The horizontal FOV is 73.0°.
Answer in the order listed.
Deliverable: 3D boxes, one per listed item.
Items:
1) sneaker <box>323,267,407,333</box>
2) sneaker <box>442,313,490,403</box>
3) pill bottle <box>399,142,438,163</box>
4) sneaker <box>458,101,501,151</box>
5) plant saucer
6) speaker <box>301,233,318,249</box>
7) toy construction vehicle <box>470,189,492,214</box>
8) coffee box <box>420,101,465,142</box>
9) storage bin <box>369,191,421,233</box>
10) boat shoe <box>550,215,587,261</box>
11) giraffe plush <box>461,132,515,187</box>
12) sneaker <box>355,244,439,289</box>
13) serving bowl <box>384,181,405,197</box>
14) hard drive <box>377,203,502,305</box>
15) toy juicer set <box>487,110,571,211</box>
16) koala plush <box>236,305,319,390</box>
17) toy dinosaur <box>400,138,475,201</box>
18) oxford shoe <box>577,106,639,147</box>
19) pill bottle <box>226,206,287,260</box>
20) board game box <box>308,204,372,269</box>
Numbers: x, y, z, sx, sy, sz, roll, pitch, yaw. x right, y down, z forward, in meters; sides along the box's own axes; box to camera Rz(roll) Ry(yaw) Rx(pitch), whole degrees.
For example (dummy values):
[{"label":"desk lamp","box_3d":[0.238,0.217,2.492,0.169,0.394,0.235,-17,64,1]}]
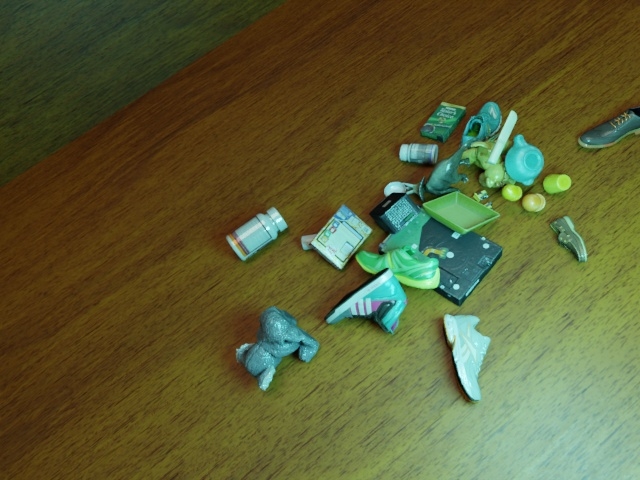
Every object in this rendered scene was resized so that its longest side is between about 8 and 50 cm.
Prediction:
[{"label":"sneaker","box_3d":[0.161,0.230,1.373,0.296,0.124,0.178,-40,89,33]},{"label":"sneaker","box_3d":[0.431,0.322,1.226,0.121,0.099,0.262,-10,55,8]},{"label":"pill bottle","box_3d":[0.390,-0.346,1.716,0.137,0.078,0.078,10,60,25]},{"label":"sneaker","box_3d":[0.627,-0.448,1.683,0.107,0.110,0.275,21,65,30]},{"label":"plant saucer","box_3d":[0.470,-0.087,1.460,0.188,0.045,0.188,-21,42,-31]},{"label":"speaker","box_3d":[0.000,0.000,1.626,0.136,0.055,0.055,-9,54,14]},{"label":"toy construction vehicle","box_3d":[0.561,-0.133,1.533,0.098,0.035,0.085,-26,52,1]},{"label":"coffee box","box_3d":[0.511,-0.495,1.800,0.113,0.040,0.184,28,70,33]},{"label":"storage bin","box_3d":[0.257,-0.099,1.517,0.122,0.084,0.180,-43,11,-1]},{"label":"boat shoe","box_3d":[0.775,0.000,1.351,0.060,0.064,0.177,-16,46,15]},{"label":"giraffe plush","box_3d":[0.615,-0.264,1.541,0.182,0.210,0.170,-14,83,4]},{"label":"sneaker","box_3d":[0.251,0.072,1.394,0.296,0.110,0.123,14,91,37]},{"label":"serving bowl","box_3d":[0.290,-0.186,1.671,0.084,0.027,0.083,-10,53,13]},{"label":"hard drive","box_3d":[0.394,0.038,1.455,0.339,0.064,0.237,34,72,34]},{"label":"toy juicer set","box_3d":[0.659,-0.238,1.447,0.209,0.089,0.329,-44,98,-4]},{"label":"koala plush","box_3d":[-0.161,0.342,1.375,0.221,0.203,0.196,-49,54,-2]},{"label":"toy dinosaur","box_3d":[0.441,-0.227,1.530,0.161,0.313,0.120,-8,68,-32]},{"label":"oxford shoe","box_3d":[1.042,-0.409,1.515,0.272,0.098,0.096,-22,52,4]},{"label":"pill bottle","box_3d":[-0.247,-0.029,1.692,0.221,0.121,0.121,-36,53,-7]},{"label":"board game box","box_3d":[0.074,-0.012,1.565,0.147,0.045,0.193,42,73,-3]}]
